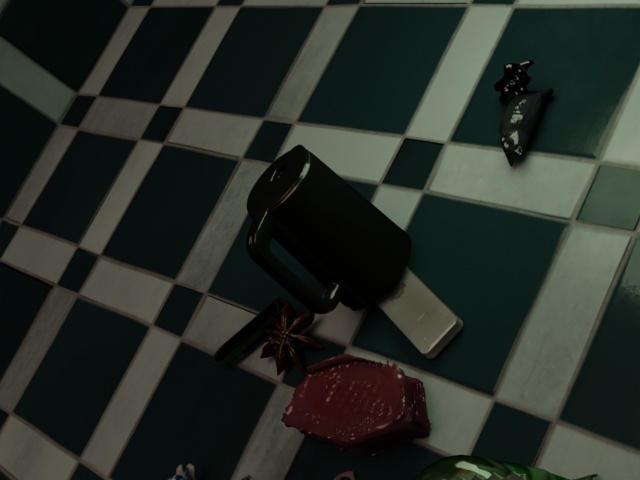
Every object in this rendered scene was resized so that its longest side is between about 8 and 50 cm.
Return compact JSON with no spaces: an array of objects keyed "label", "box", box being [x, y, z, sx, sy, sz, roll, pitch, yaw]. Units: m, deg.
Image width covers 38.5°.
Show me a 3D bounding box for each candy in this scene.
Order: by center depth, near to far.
[{"label":"candy","box":[0.256,0.394,1.365,0.263,0.398,0.172,-11,80,27]}]

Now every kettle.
[{"label":"kettle","box":[-0.005,-0.005,1.869,0.262,0.308,0.203,-53,27,-7]}]

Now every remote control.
[{"label":"remote control","box":[0.184,0.131,1.848,0.103,0.034,0.250,-48,42,4]}]

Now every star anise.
[{"label":"star anise","box":[-0.068,0.211,1.983,0.168,0.057,0.168,-10,73,36]}]

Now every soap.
[{"label":"soap","box":[0.082,0.318,1.758,0.289,0.112,0.182,8,71,42]}]

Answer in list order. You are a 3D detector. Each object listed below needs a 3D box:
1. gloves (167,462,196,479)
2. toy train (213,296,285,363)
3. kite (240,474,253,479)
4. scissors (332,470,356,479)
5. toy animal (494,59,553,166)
[{"label":"gloves","box":[-0.313,0.580,1.924,0.119,0.097,0.229,7,74,47]},{"label":"toy train","box":[-0.151,0.214,2.071,0.209,0.042,0.044,-41,37,11]},{"label":"kite","box":[-0.200,0.598,1.874,0.245,0.015,0.141,-44,41,7]},{"label":"scissors","box":[-0.013,0.497,1.779,0.212,0.021,0.110,-5,57,37]},{"label":"toy animal","box":[0.423,-0.254,1.893,0.117,0.121,0.210,2,76,-8]}]
